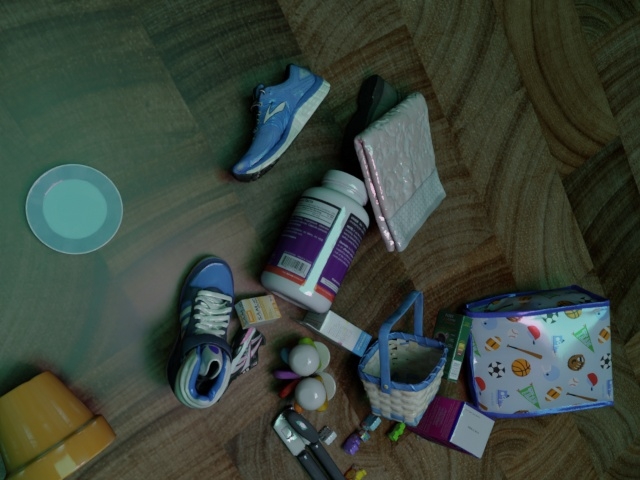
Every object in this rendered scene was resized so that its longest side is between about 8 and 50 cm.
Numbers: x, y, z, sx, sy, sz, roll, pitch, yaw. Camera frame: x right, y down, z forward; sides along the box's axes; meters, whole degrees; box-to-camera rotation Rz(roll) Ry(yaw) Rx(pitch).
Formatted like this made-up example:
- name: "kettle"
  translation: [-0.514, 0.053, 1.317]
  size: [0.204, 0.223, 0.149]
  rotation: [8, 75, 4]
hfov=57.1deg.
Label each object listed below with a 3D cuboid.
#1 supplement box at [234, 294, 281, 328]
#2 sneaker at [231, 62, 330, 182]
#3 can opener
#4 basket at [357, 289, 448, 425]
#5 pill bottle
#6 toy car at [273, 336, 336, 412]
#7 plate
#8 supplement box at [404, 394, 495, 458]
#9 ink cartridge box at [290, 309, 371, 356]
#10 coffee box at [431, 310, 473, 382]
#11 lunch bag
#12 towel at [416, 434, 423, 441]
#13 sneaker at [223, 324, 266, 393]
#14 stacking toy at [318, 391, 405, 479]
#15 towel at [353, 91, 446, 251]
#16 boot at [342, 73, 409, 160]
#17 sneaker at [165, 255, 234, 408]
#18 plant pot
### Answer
- name: "supplement box"
  translation: [-0.148, 0.168, 1.394]
  size: [0.098, 0.036, 0.062]
  rotation: [-7, 67, -45]
- name: "sneaker"
  translation: [-0.120, -0.280, 1.390]
  size: [0.147, 0.130, 0.330]
  rotation: [35, 72, -9]
- name: "can opener"
  translation: [-0.015, 0.540, 1.470]
  size: [0.076, 0.095, 0.283]
  rotation: [-37, 101, -21]
- name: "basket"
  translation: [0.208, 0.298, 1.493]
  size: [0.255, 0.201, 0.289]
  rotation: [-31, 126, -55]
- name: "pill bottle"
  translation: [0.000, 0.000, 1.413]
  size: [0.181, 0.181, 0.323]
  rotation: [32, 77, -25]
- name: "toy car"
  translation: [-0.047, 0.330, 1.432]
  size: [0.136, 0.159, 0.182]
  rotation: [-13, 82, 14]
- name: "plate"
  translation: [-0.513, -0.065, 1.230]
  size: [0.188, 0.024, 0.188]
  rotation: [-1, 91, -27]
- name: "supplement box"
  translation: [0.338, 0.488, 1.575]
  size: [0.111, 0.220, 0.114]
  rotation: [33, 73, -18]
- name: "ink cartridge box"
  translation: [0.026, 0.218, 1.476]
  size: [0.181, 0.104, 0.062]
  rotation: [34, 76, -25]
- name: "coffee box"
  translation: [0.358, 0.294, 1.649]
  size: [0.040, 0.113, 0.184]
  rotation: [19, 81, -26]
- name: "lunch bag"
  translation: [0.610, 0.321, 1.709]
  size: [0.385, 0.239, 0.328]
  rotation: [-9, 98, -4]
- name: "towel"
  translation: [0.303, 0.531, 1.686]
  size: [0.083, 0.009, 0.060]
  rotation: [-24, 102, -26]
- name: "sneaker"
  translation: [-0.185, 0.287, 1.388]
  size: [0.077, 0.072, 0.178]
  rotation: [38, 76, -25]
- name: "stacking toy"
  translation: [0.110, 0.511, 1.565]
  size: [0.221, 0.052, 0.167]
  rotation: [-41, 110, -23]
- name: "towel"
  translation: [0.217, -0.179, 1.497]
  size: [0.332, 0.053, 0.317]
  rotation: [-44, 123, -46]
- name: "boot"
  translation: [0.163, -0.299, 1.549]
  size: [0.161, 0.083, 0.247]
  rotation: [25, 82, -32]
- name: "sneaker"
  translation: [-0.232, 0.197, 1.266]
  size: [0.130, 0.236, 0.323]
  rotation: [20, 83, -27]
- name: "plant pot"
  translation: [-0.539, 0.366, 1.147]
  size: [0.205, 0.205, 0.188]
  rotation: [-32, 90, -23]
